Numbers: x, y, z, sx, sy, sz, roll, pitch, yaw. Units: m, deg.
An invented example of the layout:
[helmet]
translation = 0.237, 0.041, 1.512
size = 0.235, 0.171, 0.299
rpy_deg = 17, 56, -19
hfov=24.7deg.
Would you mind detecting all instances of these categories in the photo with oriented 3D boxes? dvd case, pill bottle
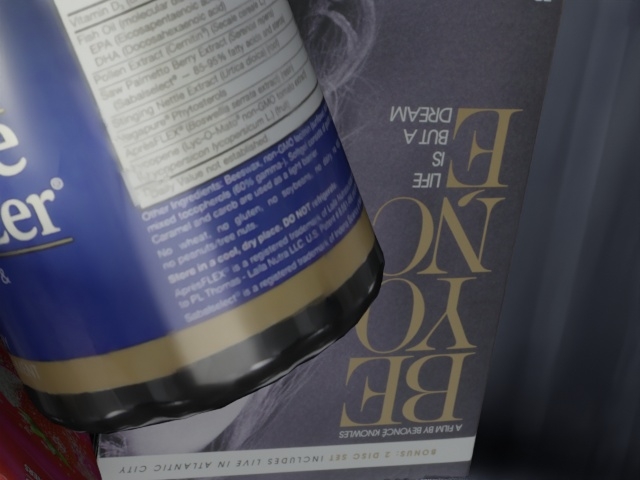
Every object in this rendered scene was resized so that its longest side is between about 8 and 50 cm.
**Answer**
[dvd case]
translation = 0.000, 0.000, 0.565
size = 0.164, 0.018, 0.221
rpy_deg = 0, 114, -20
[pill bottle]
translation = -0.071, -0.064, 0.438
size = 0.123, 0.123, 0.219
rpy_deg = -24, 107, -8

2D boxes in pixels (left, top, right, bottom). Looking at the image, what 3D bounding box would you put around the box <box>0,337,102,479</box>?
[box]
translation = -0.186, 0.047, 0.456
size = 0.122, 0.128, 0.257
rpy_deg = -38, 120, 1
